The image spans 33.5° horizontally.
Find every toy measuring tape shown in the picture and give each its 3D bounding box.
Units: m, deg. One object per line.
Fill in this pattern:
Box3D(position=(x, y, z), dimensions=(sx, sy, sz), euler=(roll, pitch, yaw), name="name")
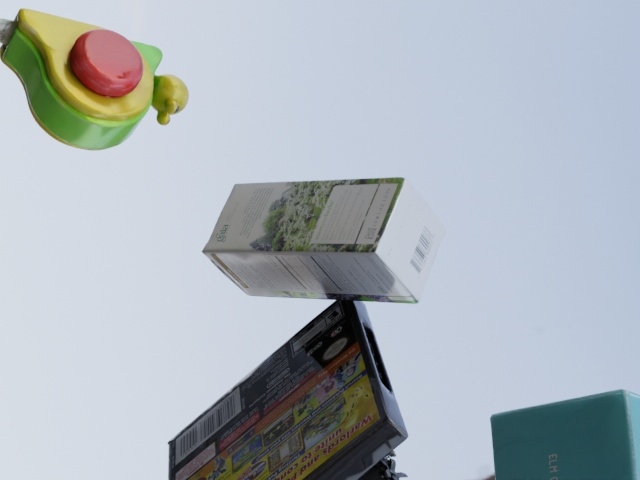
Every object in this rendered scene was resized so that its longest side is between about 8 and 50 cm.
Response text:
Box3D(position=(-0.273, -0.153, 0.986), dimensions=(0.121, 0.330, 0.121), euler=(-21, -115, 55), name="toy measuring tape")

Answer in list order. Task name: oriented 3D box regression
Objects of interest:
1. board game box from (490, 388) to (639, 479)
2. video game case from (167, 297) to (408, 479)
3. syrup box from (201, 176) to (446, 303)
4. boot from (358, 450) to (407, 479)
Box3D(position=(0.195, 0.262, 0.501), dimensions=(0.079, 0.254, 0.336), euler=(-21, -120, 40), name="board game box")
Box3D(position=(-0.046, 0.199, 1.054), dimensions=(0.275, 0.035, 0.248), euler=(-41, -157, 11), name="video game case")
Box3D(position=(0.000, 0.000, 1.119), dimensions=(0.237, 0.096, 0.093), euler=(-1, -125, 39), name="syrup box")
Box3D(position=(0.040, 0.257, 1.033), dimensions=(0.099, 0.045, 0.121), euler=(45, -68, 0), name="boot")
